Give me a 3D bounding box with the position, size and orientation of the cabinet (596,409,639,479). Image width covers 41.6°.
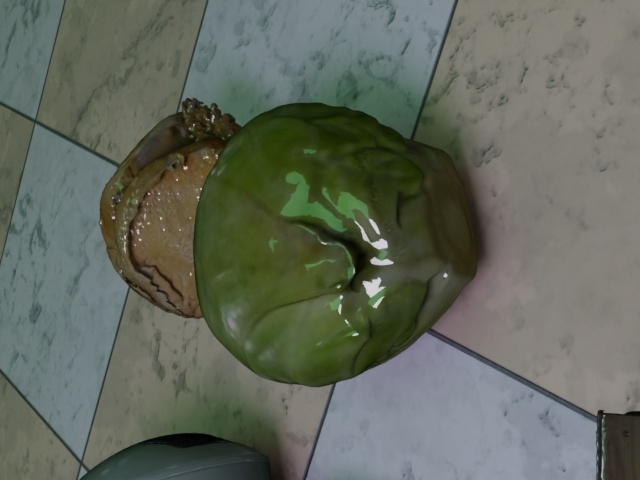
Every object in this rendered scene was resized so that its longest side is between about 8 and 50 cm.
[{"bbox_3d":[0.331,0.189,0.591,0.215,0.174,0.148,-6,79,46],"label":"cabinet"}]

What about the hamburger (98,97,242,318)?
[{"bbox_3d":[-0.162,-0.035,1.083,0.146,0.243,0.286,24,115,48],"label":"hamburger"}]

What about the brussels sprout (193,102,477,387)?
[{"bbox_3d":[0.000,0.000,0.921,0.328,0.247,0.328,4,97,34],"label":"brussels sprout"}]

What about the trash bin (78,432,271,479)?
[{"bbox_3d":[-0.151,0.445,0.983,0.280,0.280,0.432,-37,62,36],"label":"trash bin"}]
